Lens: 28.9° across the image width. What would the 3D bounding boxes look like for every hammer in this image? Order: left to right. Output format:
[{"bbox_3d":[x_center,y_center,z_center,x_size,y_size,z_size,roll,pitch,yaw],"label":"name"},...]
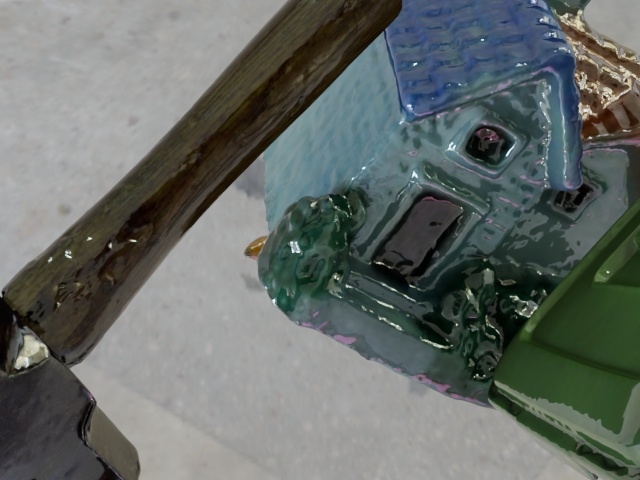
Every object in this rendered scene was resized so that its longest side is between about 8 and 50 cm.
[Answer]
[{"bbox_3d":[-0.092,-0.026,0.720,0.095,0.242,0.409,30,71,31],"label":"hammer"}]

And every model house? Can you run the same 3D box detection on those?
[{"bbox_3d":[0.156,-0.076,0.911,0.295,0.251,0.329,29,114,-22],"label":"model house"}]

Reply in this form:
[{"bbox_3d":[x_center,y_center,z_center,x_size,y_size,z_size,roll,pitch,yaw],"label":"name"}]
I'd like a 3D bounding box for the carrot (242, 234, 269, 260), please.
[{"bbox_3d":[0.000,0.000,1.133,0.037,0.190,0.037,10,106,38],"label":"carrot"}]

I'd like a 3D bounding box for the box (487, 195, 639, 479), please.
[{"bbox_3d":[0.238,0.051,0.599,0.178,0.329,0.253,45,88,-2],"label":"box"}]
